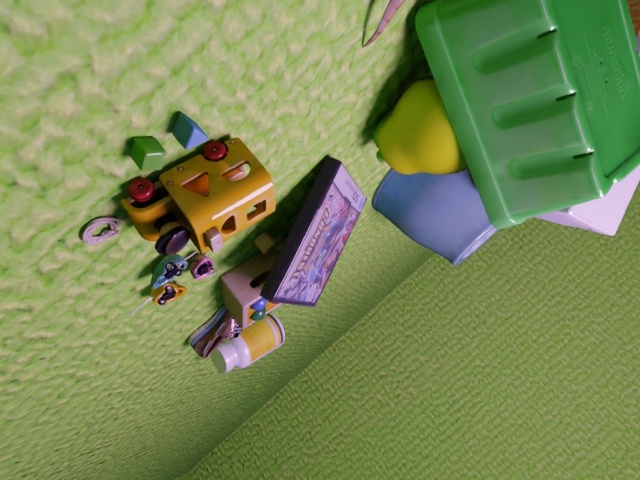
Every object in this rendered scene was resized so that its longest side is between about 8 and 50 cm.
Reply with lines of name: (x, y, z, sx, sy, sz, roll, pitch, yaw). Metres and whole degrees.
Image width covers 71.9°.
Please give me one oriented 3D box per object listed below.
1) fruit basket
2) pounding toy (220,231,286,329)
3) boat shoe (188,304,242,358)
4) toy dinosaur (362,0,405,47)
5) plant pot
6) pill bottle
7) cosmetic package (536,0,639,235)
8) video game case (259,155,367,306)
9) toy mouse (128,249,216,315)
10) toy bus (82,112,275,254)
fruit basket: (0.273, -0.216, 0.716, 0.282, 0.392, 0.392, -33, 160, -21)
pounding toy: (-0.102, 0.072, 0.900, 0.181, 0.094, 0.206, -32, 160, -25)
boat shoe: (-0.212, 0.194, 1.002, 0.183, 0.066, 0.066, -42, 161, 4)
toy dinosaur: (0.115, -0.317, 0.511, 0.211, 0.064, 0.112, -48, 161, 21)
plant pot: (0.312, -0.088, 1.100, 0.271, 0.255, 0.272, -35, 160, -15)
pill bottle: (-0.190, 0.268, 1.152, 0.184, 0.103, 0.103, -23, 155, -41)
cosmetic package: (0.539, -0.264, 0.892, 0.161, 0.230, 0.454, 17, 97, -29)
video game case: (0.000, 0.000, 0.879, 0.275, 0.035, 0.248, -64, 161, -2)
toy mouse: (-0.222, 0.045, 0.709, 0.160, 0.031, 0.143, -17, 150, -51)
toy bus: (-0.152, -0.036, 0.551, 0.202, 0.104, 0.190, -49, 159, 22)
